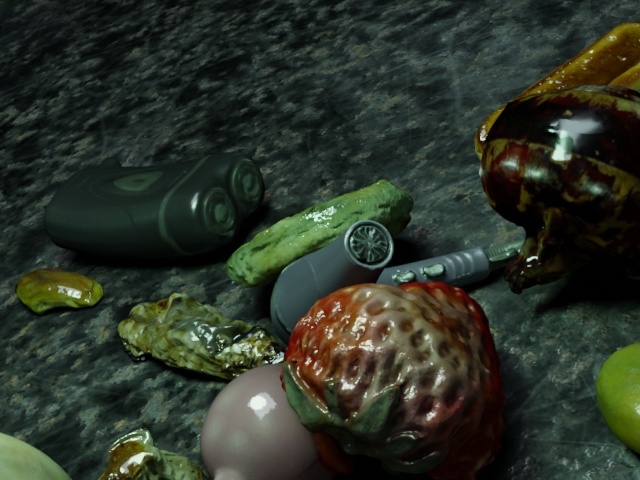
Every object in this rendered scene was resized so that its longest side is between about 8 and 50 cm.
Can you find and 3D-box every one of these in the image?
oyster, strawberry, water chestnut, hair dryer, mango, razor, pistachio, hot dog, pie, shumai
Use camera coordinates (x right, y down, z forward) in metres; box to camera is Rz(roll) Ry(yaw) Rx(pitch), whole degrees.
[{"bbox_3d":[-0.155,0.125,2.036,0.129,0.078,0.345,-32,27,-33],"label":"oyster"},{"bbox_3d":[0.109,0.122,1.675,0.265,0.149,0.336,30,28,11],"label":"strawberry"},{"bbox_3d":[0.321,-0.053,1.840,0.300,0.300,0.300,-16,30,10],"label":"water chestnut"},{"bbox_3d":[0.123,0.031,1.896,0.361,0.121,0.301,-14,-16,-23],"label":"hair dryer"},{"bbox_3d":[0.365,0.173,1.592,0.122,0.085,0.191,-23,28,-9],"label":"mango"},{"bbox_3d":[-0.259,-0.054,2.342,0.349,0.113,0.204,-1,34,35],"label":"razor"},{"bbox_3d":[-0.409,0.072,2.299,0.173,0.049,0.089,4,39,38],"label":"pistachio"},{"bbox_3d":[0.376,-0.177,2.129,0.349,0.117,0.158,-37,53,-21],"label":"hot dog"},{"bbox_3d":[0.000,0.000,2.036,0.277,0.078,0.277,-25,-7,-3],"label":"pie"},{"bbox_3d":[-0.208,0.277,1.764,0.146,0.116,0.145,-17,28,10],"label":"shumai"}]

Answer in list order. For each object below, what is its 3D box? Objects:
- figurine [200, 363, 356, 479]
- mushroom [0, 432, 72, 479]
[{"bbox_3d":[-0.054,0.224,1.702,0.173,0.173,0.173,-16,30,10],"label":"figurine"},{"bbox_3d":[-0.443,0.326,1.628,0.353,0.325,0.353,6,41,-5],"label":"mushroom"}]
